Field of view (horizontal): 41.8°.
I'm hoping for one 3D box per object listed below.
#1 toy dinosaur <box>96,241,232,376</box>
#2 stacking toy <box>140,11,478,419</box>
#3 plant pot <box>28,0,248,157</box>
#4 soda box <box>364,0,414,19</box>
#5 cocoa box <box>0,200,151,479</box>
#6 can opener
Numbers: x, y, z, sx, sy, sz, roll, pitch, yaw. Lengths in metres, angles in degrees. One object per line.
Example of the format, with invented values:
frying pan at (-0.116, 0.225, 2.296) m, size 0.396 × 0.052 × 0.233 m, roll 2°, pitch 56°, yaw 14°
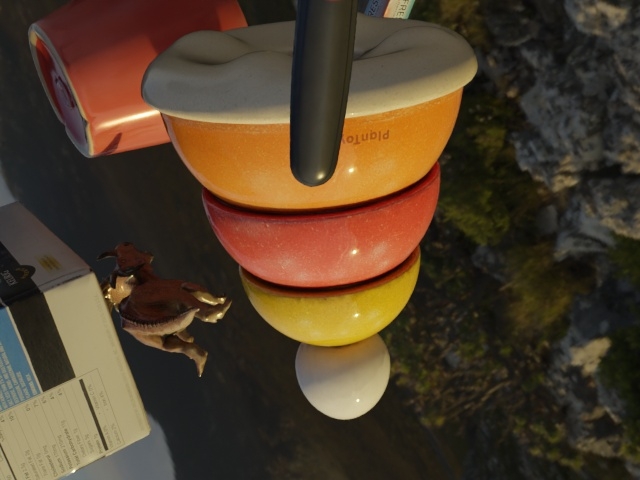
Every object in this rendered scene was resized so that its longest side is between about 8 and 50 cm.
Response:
toy dinosaur at (-0.250, 0.098, 1.232) m, size 0.200 × 0.127 × 0.296 m, roll 25°, pitch 180°, yaw -12°
stacking toy at (0.000, 0.000, 0.960) m, size 0.351 × 0.351 × 0.479 m, roll 35°, pitch 134°, yaw 56°
plant pot at (-0.256, -0.249, 1.185) m, size 0.275 × 0.243 × 0.274 m, roll 48°, pitch 154°, yaw 33°
soda box at (0.129, -0.438, 1.581) m, size 0.058 × 0.063 × 0.183 m, roll 55°, pitch 137°, yaw 34°
cocoa box at (-0.395, 0.125, 1.009) m, size 0.347 × 0.228 × 0.231 m, roll 25°, pitch 134°, yaw 55°
can opener at (0.006, -0.115, 0.381) m, size 0.059 × 0.073 × 0.186 m, roll -65°, pitch -15°, yaw -75°
